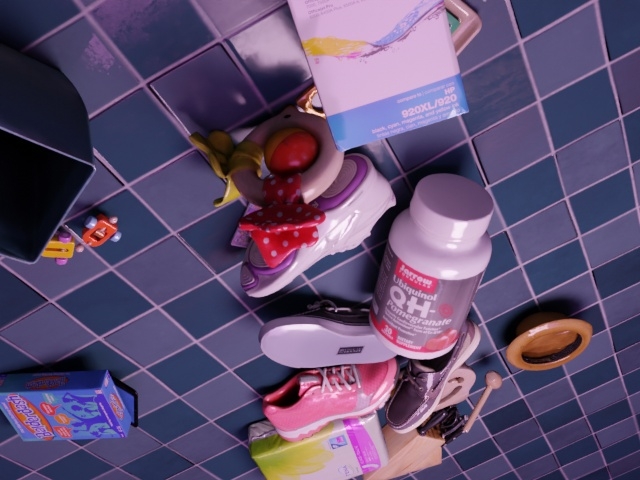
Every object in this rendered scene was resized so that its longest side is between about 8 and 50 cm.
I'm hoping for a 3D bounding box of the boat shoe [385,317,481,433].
[{"bbox_3d":[0.220,0.270,1.418,0.285,0.103,0.092,-51,136,1],"label":"boat shoe"}]

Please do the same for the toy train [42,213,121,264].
[{"bbox_3d":[-0.396,-0.029,1.035,0.125,0.046,0.166,-42,133,19],"label":"toy train"}]

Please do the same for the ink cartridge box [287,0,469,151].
[{"bbox_3d":[0.061,-0.264,0.824,0.168,0.171,0.232,-16,120,9],"label":"ink cartridge box"}]

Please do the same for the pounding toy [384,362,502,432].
[{"bbox_3d":[0.270,0.331,1.497,0.270,0.154,0.154,-21,139,2],"label":"pounding toy"}]

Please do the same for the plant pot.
[{"bbox_3d":[-0.382,-0.128,0.813,0.166,0.234,0.165,23,121,-34],"label":"plant pot"}]

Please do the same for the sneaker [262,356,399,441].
[{"bbox_3d":[0.018,0.319,1.436,0.314,0.115,0.136,-29,131,9],"label":"sneaker"}]

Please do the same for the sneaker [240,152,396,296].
[{"bbox_3d":[0.000,0.000,1.126,0.305,0.114,0.152,-41,139,14],"label":"sneaker"}]

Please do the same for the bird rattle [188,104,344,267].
[{"bbox_3d":[-0.061,-0.100,0.951,0.207,0.253,0.143,-44,134,-9],"label":"bird rattle"}]

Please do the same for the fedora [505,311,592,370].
[{"bbox_3d":[0.500,0.212,1.515,0.195,0.079,0.194,-5,135,-5],"label":"fedora"}]

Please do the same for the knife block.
[{"bbox_3d":[0.216,0.465,1.653,0.276,0.088,0.242,-15,133,-3],"label":"knife block"}]

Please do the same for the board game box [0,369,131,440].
[{"bbox_3d":[-0.482,0.312,1.279,0.211,0.047,0.160,-4,132,6],"label":"board game box"}]

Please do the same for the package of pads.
[{"bbox_3d":[0.001,0.479,1.588,0.297,0.101,0.229,-18,133,0],"label":"package of pads"}]

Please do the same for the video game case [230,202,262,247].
[{"bbox_3d":[-0.090,-0.032,1.150,0.087,0.011,0.122,11,127,-26],"label":"video game case"}]

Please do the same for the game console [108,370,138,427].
[{"bbox_3d":[-0.417,0.320,1.324,0.107,0.071,0.122,-12,135,-27],"label":"game console"}]

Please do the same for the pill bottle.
[{"bbox_3d":[0.196,0.046,1.198,0.177,0.176,0.318,-3,132,-15],"label":"pill bottle"}]

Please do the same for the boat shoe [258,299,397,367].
[{"bbox_3d":[0.015,0.167,1.304,0.307,0.105,0.113,2,127,-28],"label":"boat shoe"}]

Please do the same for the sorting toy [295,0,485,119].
[{"bbox_3d":[0.110,-0.282,0.958,0.196,0.047,0.347,24,121,-34],"label":"sorting toy"}]
